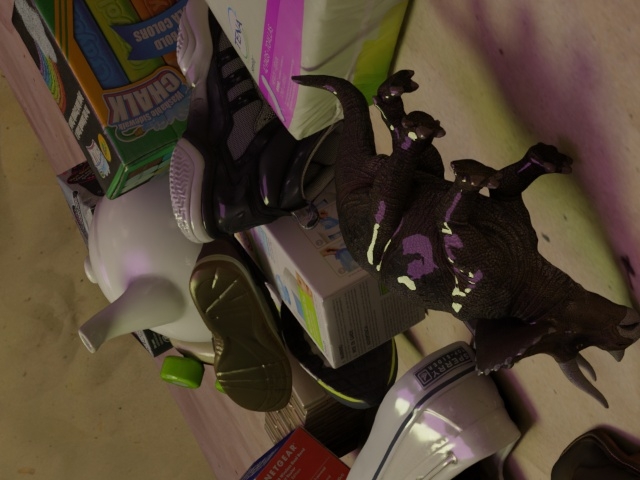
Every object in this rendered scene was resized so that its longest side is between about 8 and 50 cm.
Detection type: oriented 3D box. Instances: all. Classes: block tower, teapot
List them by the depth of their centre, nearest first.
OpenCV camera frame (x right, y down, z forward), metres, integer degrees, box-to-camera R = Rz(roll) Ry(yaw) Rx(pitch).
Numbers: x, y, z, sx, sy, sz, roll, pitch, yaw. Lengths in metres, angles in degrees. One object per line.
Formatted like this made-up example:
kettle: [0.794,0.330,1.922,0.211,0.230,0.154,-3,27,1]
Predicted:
teapot: [-0.178,0.006,1.979,0.256,0.187,0.252,31,-135,-69]
block tower: [-0.006,0.188,2.068,0.091,0.097,0.335,57,168,18]

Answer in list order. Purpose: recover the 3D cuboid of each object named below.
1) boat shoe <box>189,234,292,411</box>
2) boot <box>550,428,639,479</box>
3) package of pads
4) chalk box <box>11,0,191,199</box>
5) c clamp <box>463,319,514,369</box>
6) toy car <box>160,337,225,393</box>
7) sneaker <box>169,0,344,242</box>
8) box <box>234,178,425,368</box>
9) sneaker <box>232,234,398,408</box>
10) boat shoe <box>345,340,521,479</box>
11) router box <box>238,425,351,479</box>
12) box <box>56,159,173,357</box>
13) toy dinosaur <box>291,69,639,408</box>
boat shoe: [-0.073,0.080,1.723,0.223,0.080,0.073,71,-161,-44]
boot: [0.195,0.203,1.324,0.082,0.106,0.219,62,166,-2]
package of pads: [-0.032,-0.232,1.307,0.229,0.101,0.296,58,165,14]
chalk box: [-0.170,-0.162,1.797,0.289,0.179,0.180,61,165,1]
c clamp: [0.127,0.043,1.451,0.160,0.022,0.137,52,169,29]
toy car: [-0.091,0.127,2.161,0.149,0.155,0.188,8,165,26]
sneaker: [-0.049,-0.128,1.593,0.101,0.153,0.268,50,-139,-68]
box: [0.000,0.000,1.643,0.203,0.103,0.114,52,163,36]
sneaker: [0.007,0.084,1.827,0.121,0.111,0.300,62,176,-39]
boat shoe: [0.125,0.239,1.644,0.156,0.136,0.367,53,155,21]
router box: [0.035,0.365,2.041,0.301,0.082,0.335,41,162,0]
box: [-0.225,0.000,2.335,0.142,0.163,0.247,38,152,56]
toy dinosaur: [0.072,-0.012,1.188,0.313,0.121,0.160,30,123,23]
